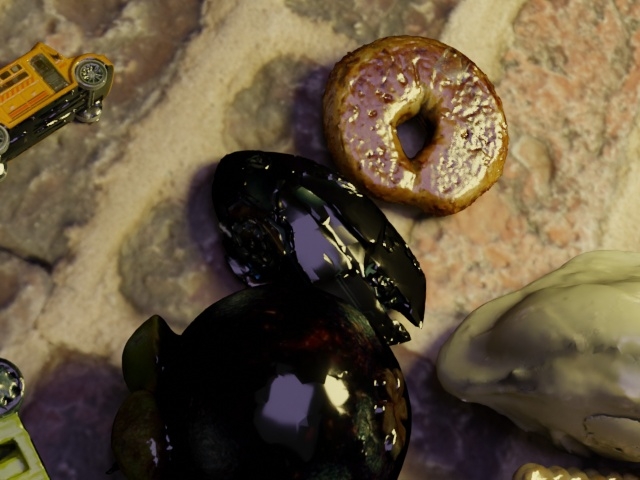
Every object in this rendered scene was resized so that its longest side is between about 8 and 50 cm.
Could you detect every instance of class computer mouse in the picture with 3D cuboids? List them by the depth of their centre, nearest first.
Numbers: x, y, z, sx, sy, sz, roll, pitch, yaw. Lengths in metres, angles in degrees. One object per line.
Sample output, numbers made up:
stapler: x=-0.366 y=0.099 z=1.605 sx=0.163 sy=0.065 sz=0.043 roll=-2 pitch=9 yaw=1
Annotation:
computer mouse: x=0.000 y=0.000 z=1.208 sx=0.241 sy=0.077 sz=0.146 roll=43 pitch=65 yaw=4

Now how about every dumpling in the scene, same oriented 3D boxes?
dumpling: x=0.274 y=0.083 z=1.189 sx=0.318 sy=0.187 sz=0.243 roll=15 pitch=51 yaw=1

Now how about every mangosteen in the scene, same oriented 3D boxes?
mangosteen: x=-0.048 y=0.143 z=1.067 sx=0.243 sy=0.243 sz=0.243 roll=6 pitch=66 yaw=-14

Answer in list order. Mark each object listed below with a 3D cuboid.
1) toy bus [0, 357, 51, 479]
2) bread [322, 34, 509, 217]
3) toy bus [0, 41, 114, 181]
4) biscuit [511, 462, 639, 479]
toy bus: x=-0.275 y=0.187 z=1.017 sx=0.150 sy=0.128 sz=0.262 roll=-25 pitch=77 yaw=-24
bread: x=0.091 y=-0.112 z=1.293 sx=0.193 sy=0.064 sz=0.193 roll=4 pitch=72 yaw=-13
toy bus: x=-0.261 y=-0.119 z=1.186 sx=0.162 sy=0.069 sz=0.074 roll=-38 pitch=80 yaw=-25
biscuit: x=0.308 y=0.298 z=1.154 sx=0.325 sy=0.044 sz=0.217 roll=5 pitch=65 yaw=-28
